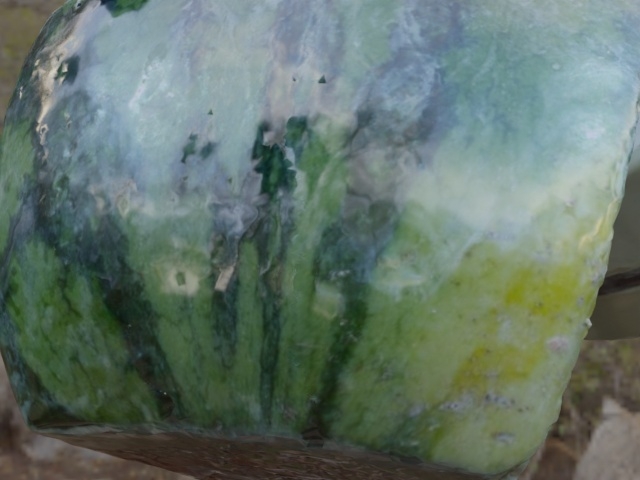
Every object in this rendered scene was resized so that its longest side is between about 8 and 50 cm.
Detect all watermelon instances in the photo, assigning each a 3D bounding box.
[{"bbox_3d":[0.000,0.000,0.572,0.262,0.212,0.201,4,-24,15],"label":"watermelon"}]

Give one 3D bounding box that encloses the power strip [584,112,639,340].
[{"bbox_3d":[0.172,-0.122,0.839,0.357,0.357,0.161,10,-23,46],"label":"power strip"}]
